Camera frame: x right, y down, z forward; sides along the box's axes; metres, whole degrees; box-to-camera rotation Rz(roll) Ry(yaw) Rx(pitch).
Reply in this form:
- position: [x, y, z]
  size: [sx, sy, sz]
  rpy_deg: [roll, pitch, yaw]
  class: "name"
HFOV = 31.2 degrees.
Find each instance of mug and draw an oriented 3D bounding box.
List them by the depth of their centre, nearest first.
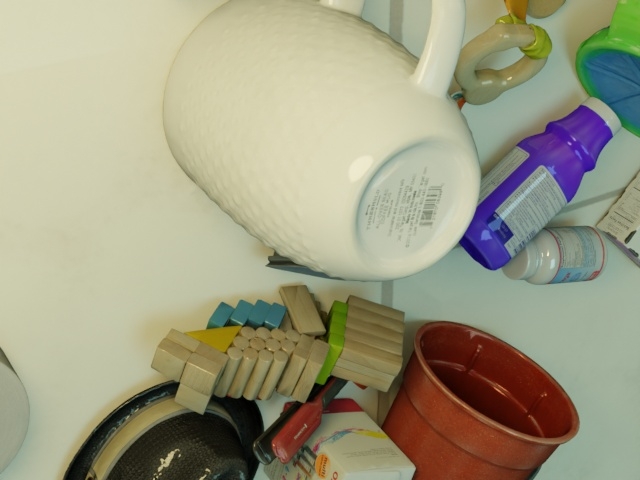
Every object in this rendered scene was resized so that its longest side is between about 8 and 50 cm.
- position: [0.033, -0.147, 1.265]
  size: [0.276, 0.328, 0.374]
  rpy_deg: [11, 110, -38]
  class: "mug"

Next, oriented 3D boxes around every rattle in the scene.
- position: [0.205, -0.251, 1.525]
  size: [0.130, 0.142, 0.199]
  rpy_deg: [-18, 162, -33]
  class: "rattle"

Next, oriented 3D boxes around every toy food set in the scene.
- position: [0.302, -0.339, 1.539]
  size: [0.083, 0.020, 0.082]
  rpy_deg: [-32, 130, -13]
  class: "toy food set"

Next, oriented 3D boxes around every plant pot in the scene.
- position: [0.202, 0.308, 1.717]
  size: [0.272, 0.272, 0.265]
  rpy_deg: [9, 120, -37]
  class: "plant pot"

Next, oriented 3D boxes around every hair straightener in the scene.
- position: [-0.026, 0.226, 1.598]
  size: [0.047, 0.089, 0.230]
  rpy_deg: [55, 46, -18]
  class: "hair straightener"

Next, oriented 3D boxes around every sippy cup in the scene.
- position: [0.515, -0.277, 1.600]
  size: [0.224, 0.240, 0.305]
  rpy_deg: [-52, 172, -10]
  class: "sippy cup"

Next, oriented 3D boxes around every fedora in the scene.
- position: [-0.187, 0.355, 1.539]
  size: [0.334, 0.152, 0.334]
  rpy_deg: [-17, 125, -25]
  class: "fedora"

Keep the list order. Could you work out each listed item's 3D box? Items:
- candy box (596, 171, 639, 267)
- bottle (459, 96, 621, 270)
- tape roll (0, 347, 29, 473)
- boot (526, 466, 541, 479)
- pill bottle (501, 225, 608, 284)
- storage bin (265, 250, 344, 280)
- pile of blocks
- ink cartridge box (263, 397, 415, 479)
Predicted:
- position: [0.564, -0.049, 1.857]
  size: [0.165, 0.070, 0.196]
  rpy_deg: [34, 95, -42]
  class: "candy box"
- position: [0.311, -0.088, 1.648]
  size: [0.283, 0.092, 0.118]
  rpy_deg: [-45, 133, -3]
  class: "bottle"
- position: [-0.453, 0.203, 1.322]
  size: [0.219, 0.072, 0.219]
  rpy_deg: [-17, 124, -26]
  class: "tape roll"
- position: [0.283, 0.477, 1.973]
  size: [0.338, 0.118, 0.223]
  rpy_deg: [-45, 136, 12]
  class: "boot"
- position: [0.354, 0.023, 1.748]
  size: [0.160, 0.087, 0.087]
  rpy_deg: [-3, 118, -32]
  class: "pill bottle"
- position: [0.000, 0.000, 1.502]
  size: [0.135, 0.098, 0.091]
  rpy_deg: [13, 81, -38]
  class: "storage bin"
- position: [-0.059, 0.152, 1.535]
  size: [0.362, 0.149, 0.112]
  rpy_deg: [0, 136, -24]
  class: "pile of blocks"
- position: [0.025, 0.330, 1.650]
  size: [0.127, 0.176, 0.128]
  rpy_deg: [3, 115, -35]
  class: "ink cartridge box"
